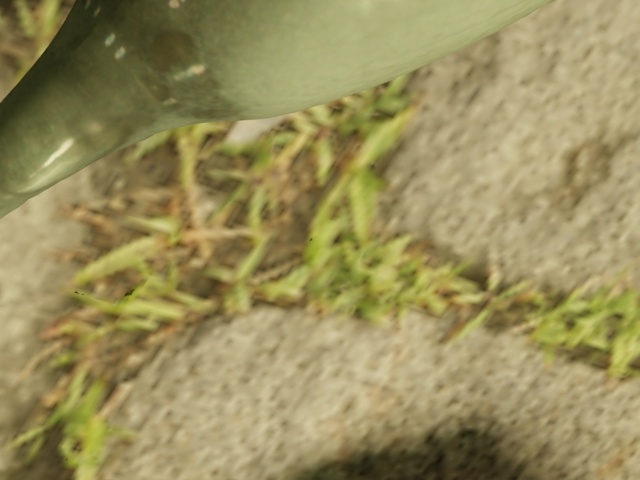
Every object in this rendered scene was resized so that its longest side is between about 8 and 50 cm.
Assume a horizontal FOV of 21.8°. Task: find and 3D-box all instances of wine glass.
[{"bbox_3d":[0.000,0.000,0.418,0.309,0.096,0.264,-36,140,3],"label":"wine glass"}]
